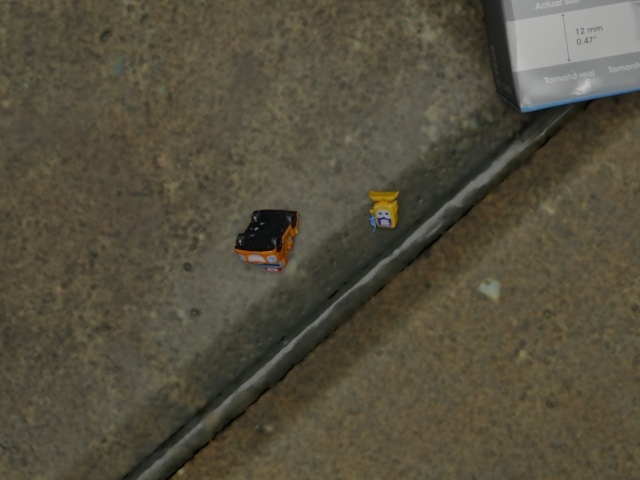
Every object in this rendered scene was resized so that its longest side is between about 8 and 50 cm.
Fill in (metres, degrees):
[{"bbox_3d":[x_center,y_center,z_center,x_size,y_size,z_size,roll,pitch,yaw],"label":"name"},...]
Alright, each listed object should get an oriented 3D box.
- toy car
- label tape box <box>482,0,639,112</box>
[{"bbox_3d":[0.000,0.000,1.247,0.122,0.060,0.040,-6,122,6],"label":"toy car"},{"bbox_3d":[0.226,-0.283,1.186,0.249,0.115,0.348,-10,104,0],"label":"label tape box"}]
